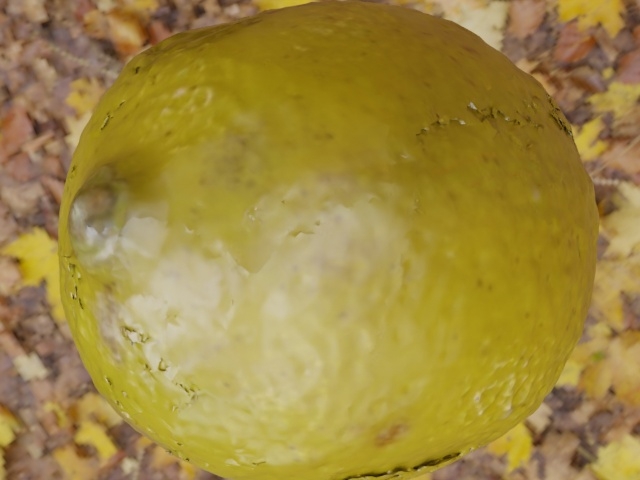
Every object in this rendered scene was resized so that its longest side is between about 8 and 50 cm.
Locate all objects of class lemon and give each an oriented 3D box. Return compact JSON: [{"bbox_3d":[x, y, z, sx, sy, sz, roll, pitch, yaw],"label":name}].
[{"bbox_3d":[0.000,0.000,0.702,0.258,0.310,0.257,3,94,44],"label":"lemon"}]
